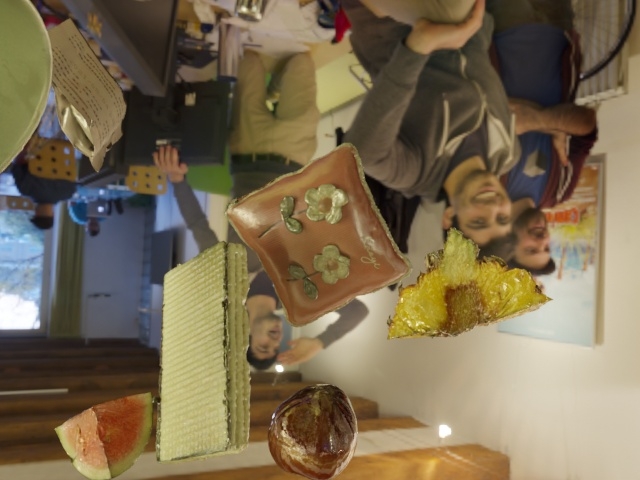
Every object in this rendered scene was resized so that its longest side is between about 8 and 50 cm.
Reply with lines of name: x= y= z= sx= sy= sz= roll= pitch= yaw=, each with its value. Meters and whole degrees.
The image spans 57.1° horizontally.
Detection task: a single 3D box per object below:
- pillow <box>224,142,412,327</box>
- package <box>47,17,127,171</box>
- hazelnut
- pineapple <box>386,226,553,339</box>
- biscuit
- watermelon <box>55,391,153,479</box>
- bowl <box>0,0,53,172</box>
pillow: x=0.000 y=0.000 z=0.690 sx=0.171 sy=0.179 sz=0.075 roll=-27 pitch=-168 yaw=3
package: x=-0.450 y=-0.285 z=1.133 sx=0.062 sy=0.251 sz=0.204 roll=-13 pitch=-149 yaw=7
hazelnut: x=-0.011 y=0.446 z=1.407 sx=0.229 sy=0.230 sz=0.229 roll=2 pitch=177 yaw=0
pineapple: x=0.222 y=0.074 z=0.950 sx=0.249 sy=0.164 sz=0.140 roll=-25 pitch=159 yaw=17
biscuit: x=-0.116 y=0.109 z=0.576 sx=0.121 sy=0.200 sz=0.040 roll=-25 pitch=148 yaw=37
watermelon: x=-0.408 y=0.388 z=1.139 sx=0.192 sy=0.145 sz=0.137 roll=-21 pitch=162 yaw=-12
bowl: x=-0.451 y=-0.178 z=0.610 sx=0.163 sy=0.307 sz=0.307 roll=39 pitch=-176 yaw=10
